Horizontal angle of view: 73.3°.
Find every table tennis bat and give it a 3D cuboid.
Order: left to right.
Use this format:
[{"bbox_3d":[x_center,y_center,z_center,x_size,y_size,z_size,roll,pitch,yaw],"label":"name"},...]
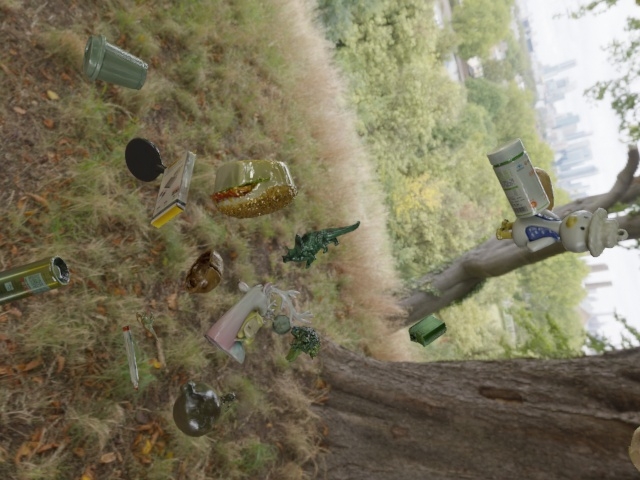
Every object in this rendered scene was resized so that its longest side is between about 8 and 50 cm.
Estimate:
[{"bbox_3d":[-0.573,-0.259,1.466,0.027,0.236,0.150,-41,153,-62],"label":"table tennis bat"}]

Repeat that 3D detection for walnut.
[{"bbox_3d":[-0.390,0.117,1.496,0.087,0.211,0.167,27,68,-29],"label":"walnut"}]

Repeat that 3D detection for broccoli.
[{"bbox_3d":[-0.076,0.423,1.736,0.160,0.167,0.154,-51,126,-9],"label":"broccoli"}]

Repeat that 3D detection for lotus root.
[{"bbox_3d":[-0.413,0.682,1.777,0.143,0.144,0.070,-1,63,-50],"label":"lotus root"}]

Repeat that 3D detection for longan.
[{"bbox_3d":[-0.429,0.569,1.486,0.185,0.159,0.204,-105,178,-64],"label":"longan"}]

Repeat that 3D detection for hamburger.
[{"bbox_3d":[-0.224,-0.164,1.459,0.294,0.276,0.179,-6,86,-43],"label":"hamburger"}]

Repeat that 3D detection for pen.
[{"bbox_3d":[-0.638,0.397,1.453,0.026,0.026,0.218,-3,78,-58],"label":"pen"}]

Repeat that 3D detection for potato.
[{"bbox_3d":[0.669,-0.142,1.347,0.118,0.109,0.178,8,80,-52],"label":"potato"}]

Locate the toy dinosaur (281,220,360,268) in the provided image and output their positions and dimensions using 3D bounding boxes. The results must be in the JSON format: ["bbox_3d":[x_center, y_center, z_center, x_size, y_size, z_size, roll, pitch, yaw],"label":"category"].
[{"bbox_3d":[0.004,0.017,1.463,0.079,0.291,0.120,46,31,-73],"label":"toy dinosaur"}]

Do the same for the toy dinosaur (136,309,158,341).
[{"bbox_3d":[-0.442,0.216,1.117,0.041,0.113,0.026,-55,158,4],"label":"toy dinosaur"}]

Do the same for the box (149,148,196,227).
[{"bbox_3d":[-0.432,-0.163,1.270,0.033,0.129,0.247,34,40,-39],"label":"box"}]

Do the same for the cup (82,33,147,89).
[{"bbox_3d":[-0.533,-0.458,1.122,0.141,0.120,0.120,7,73,-42],"label":"cup"}]

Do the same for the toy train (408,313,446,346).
[{"bbox_3d":[0.263,0.221,1.057,0.093,0.056,0.038,-25,113,-25],"label":"toy train"}]

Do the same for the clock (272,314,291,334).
[{"bbox_3d":[-0.160,0.353,1.803,0.085,0.017,0.085,9,70,-26],"label":"clock"}]

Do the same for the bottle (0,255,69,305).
[{"bbox_3d":[-0.785,0.117,1.068,0.082,0.286,0.082,162,-90,-85],"label":"bottle"}]

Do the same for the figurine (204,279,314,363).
[{"bbox_3d":[-0.217,0.264,1.471,0.316,0.206,0.284,-51,130,-20],"label":"figurine"}]

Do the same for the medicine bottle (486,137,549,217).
[{"bbox_3d":[0.493,-0.153,1.074,0.183,0.086,0.086,60,34,-11],"label":"medicine bottle"}]

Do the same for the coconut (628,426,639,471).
[{"bbox_3d":[0.889,0.546,1.102,0.153,0.147,0.147,74,18,-63],"label":"coconut"}]

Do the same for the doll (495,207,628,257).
[{"bbox_3d":[0.591,-0.023,1.073,0.138,0.293,0.119,-51,124,-25],"label":"doll"}]
